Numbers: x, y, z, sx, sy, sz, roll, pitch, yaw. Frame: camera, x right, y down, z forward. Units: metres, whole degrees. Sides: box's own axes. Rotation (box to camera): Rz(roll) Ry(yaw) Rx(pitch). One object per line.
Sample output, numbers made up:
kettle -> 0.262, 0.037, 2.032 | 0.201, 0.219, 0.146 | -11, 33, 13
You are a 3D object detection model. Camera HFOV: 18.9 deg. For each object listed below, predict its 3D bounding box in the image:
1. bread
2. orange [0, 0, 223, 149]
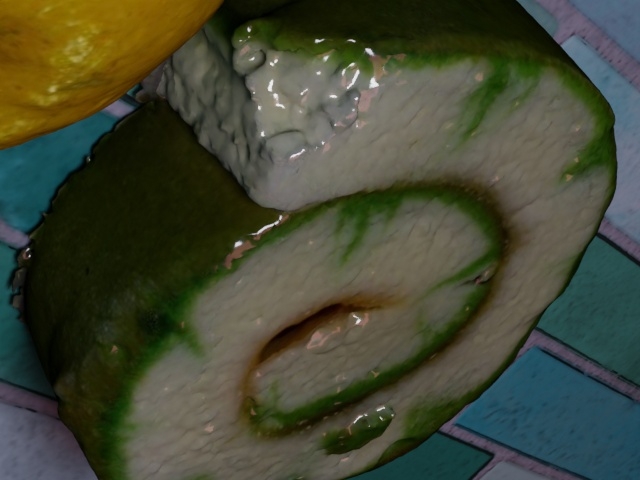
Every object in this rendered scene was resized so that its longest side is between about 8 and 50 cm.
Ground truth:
bread -> 0.000, 0.000, 1.133 | 0.366, 0.129, 0.382 | -28, 143, -11
orange -> -0.154, -0.161, 0.720 | 0.279, 0.235, 0.279 | -7, 157, -3
